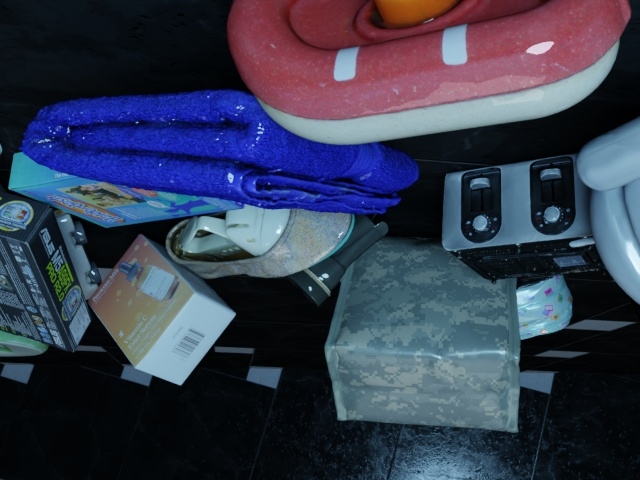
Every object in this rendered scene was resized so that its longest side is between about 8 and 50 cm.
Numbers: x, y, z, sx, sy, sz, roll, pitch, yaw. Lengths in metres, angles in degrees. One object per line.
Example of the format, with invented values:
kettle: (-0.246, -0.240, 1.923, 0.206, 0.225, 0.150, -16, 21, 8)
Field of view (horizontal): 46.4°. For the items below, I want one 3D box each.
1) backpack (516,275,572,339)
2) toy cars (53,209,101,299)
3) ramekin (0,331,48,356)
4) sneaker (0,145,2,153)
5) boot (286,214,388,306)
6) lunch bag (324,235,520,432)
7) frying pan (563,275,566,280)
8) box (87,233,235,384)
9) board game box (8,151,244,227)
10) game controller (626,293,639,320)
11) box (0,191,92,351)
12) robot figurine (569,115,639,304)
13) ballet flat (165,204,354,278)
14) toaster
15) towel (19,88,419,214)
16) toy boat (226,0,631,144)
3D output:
backpack: (0.289, 0.091, 1.146, 0.182, 0.115, 0.152, -16, -162, 24)
toy cars: (-0.321, 0.041, 1.155, 0.176, 0.087, 0.394, -43, 143, 18)
ramekin: (-0.633, 0.124, 1.371, 0.304, 0.148, 0.303, 2, 164, 1)
sneaker: (-0.357, -0.092, 0.747, 0.064, 0.067, 0.175, 5, 162, -5)
boot: (0.000, 0.000, 1.026, 0.077, 0.137, 0.198, 51, 173, -37)
lunch bag: (0.146, 0.098, 1.005, 0.236, 0.287, 0.168, 0, 129, 14)
frying pan: (0.263, 0.071, 1.286, 0.327, 0.053, 0.197, -1, 162, 0)
box: (-0.226, 0.095, 1.050, 0.170, 0.130, 0.091, 38, -179, 41)
board game box: (-0.216, -0.067, 0.850, 0.210, 0.047, 0.160, -7, 162, 25)
game controller: (0.487, 0.121, 0.986, 0.167, 0.319, 0.067, 7, 138, -23)
box: (-0.423, 0.030, 0.949, 0.216, 0.060, 0.270, 16, 145, 7)
robot figurine: (0.357, -0.043, 0.586, 0.300, 0.199, 0.353, 17, 158, -14)
ballet flat: (-0.098, -0.006, 0.960, 0.106, 0.107, 0.316, 28, 150, -36)
toaster: (0.246, -0.020, 0.851, 0.168, 0.110, 0.186, -6, 161, 29)
towel: (-0.068, -0.061, 0.655, 0.228, 0.076, 0.308, 1, 178, 27)
toy boat: (0.050, -0.152, 0.428, 0.231, 0.151, 0.151, -6, 132, 22)
